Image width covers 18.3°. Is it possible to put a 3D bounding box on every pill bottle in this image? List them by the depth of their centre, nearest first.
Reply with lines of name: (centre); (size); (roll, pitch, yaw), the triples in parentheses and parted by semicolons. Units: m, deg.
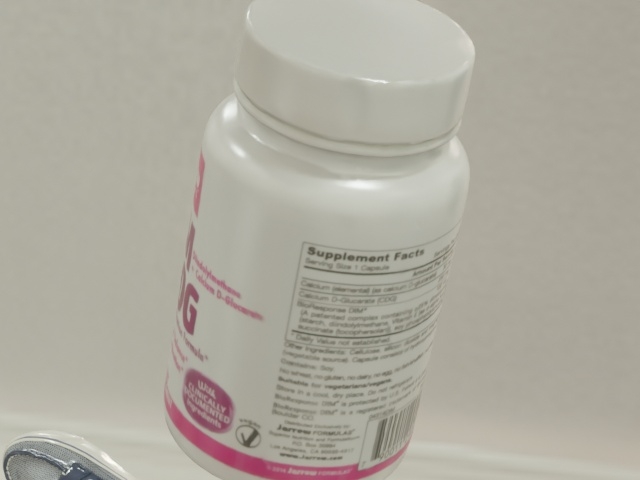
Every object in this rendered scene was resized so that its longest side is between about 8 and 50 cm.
pill bottle: (0.000, 0.000, 1.195); (0.160, 0.283, 0.160); (8, 29, -5)

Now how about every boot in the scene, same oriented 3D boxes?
boot: (-0.179, 0.199, 1.453); (0.190, 0.069, 0.086); (20, 23, 29)
